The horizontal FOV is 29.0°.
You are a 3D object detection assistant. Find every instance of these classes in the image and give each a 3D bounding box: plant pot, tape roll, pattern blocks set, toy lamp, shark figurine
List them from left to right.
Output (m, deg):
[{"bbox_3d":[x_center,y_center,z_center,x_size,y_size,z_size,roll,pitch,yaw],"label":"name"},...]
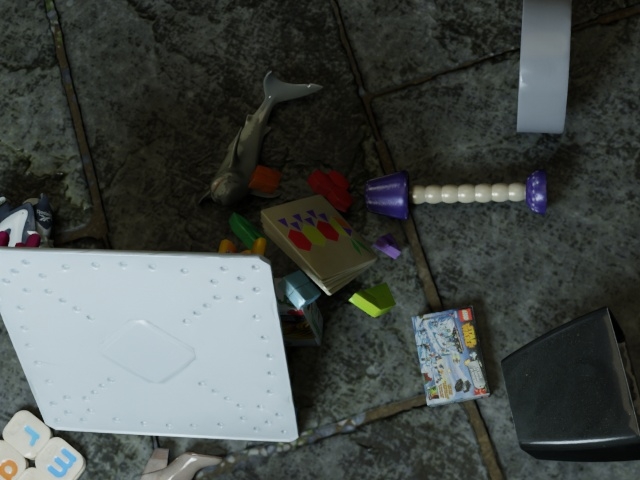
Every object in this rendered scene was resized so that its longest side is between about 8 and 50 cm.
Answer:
[{"bbox_3d":[-0.097,-0.129,1.961,0.116,0.166,0.278,30,57,-9],"label":"shark figurine"},{"bbox_3d":[0.000,0.000,1.792,0.285,0.324,0.026,52,120,21],"label":"pattern blocks set"},{"bbox_3d":[0.205,-0.070,1.891,0.274,0.080,0.080,1,71,7],"label":"toy lamp"},{"bbox_3d":[0.337,-0.271,1.865,0.072,0.219,0.219,3,71,10],"label":"tape roll"},{"bbox_3d":[0.354,0.220,1.720,0.166,0.187,0.188,-17,69,16],"label":"plant pot"}]

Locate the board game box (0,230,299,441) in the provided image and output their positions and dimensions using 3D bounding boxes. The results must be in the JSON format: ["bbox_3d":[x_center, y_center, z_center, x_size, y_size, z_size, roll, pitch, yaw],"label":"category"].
[{"bbox_3d":[-0.237,0.139,1.731,0.389,0.390,0.050,2,46,9],"label":"board game box"}]

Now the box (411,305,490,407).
[{"bbox_3d":[0.193,0.172,1.832,0.093,0.027,0.137,-11,70,6],"label":"box"}]

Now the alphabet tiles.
[{"bbox_3d":[-0.486,0.403,1.853,0.278,0.021,0.284,34,79,18],"label":"alphabet tiles"}]

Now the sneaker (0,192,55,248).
[{"bbox_3d":[-0.441,0.007,1.945,0.235,0.094,0.153,22,84,25],"label":"sneaker"}]

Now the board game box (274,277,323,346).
[{"bbox_3d":[-0.160,0.108,1.818,0.305,0.193,0.053,0,70,9],"label":"board game box"}]

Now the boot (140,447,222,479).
[{"bbox_3d":[-0.207,0.354,1.823,0.118,0.042,0.087,5,78,11],"label":"boot"}]
